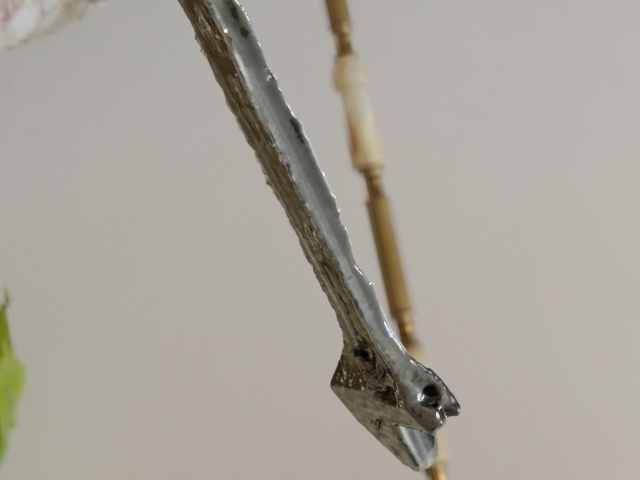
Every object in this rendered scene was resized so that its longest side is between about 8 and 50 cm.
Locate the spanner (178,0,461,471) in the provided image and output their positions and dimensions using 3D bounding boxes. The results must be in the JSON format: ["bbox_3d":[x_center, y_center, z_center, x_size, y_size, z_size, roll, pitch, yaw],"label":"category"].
[{"bbox_3d":[0.000,0.000,0.698,0.026,0.325,0.093,-40,-141,-19],"label":"spanner"}]
